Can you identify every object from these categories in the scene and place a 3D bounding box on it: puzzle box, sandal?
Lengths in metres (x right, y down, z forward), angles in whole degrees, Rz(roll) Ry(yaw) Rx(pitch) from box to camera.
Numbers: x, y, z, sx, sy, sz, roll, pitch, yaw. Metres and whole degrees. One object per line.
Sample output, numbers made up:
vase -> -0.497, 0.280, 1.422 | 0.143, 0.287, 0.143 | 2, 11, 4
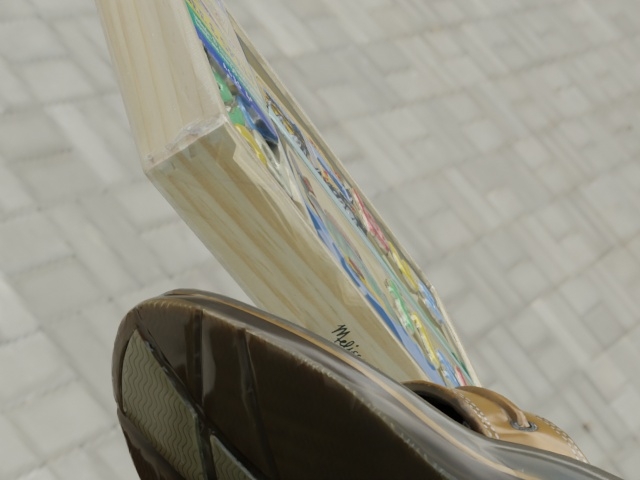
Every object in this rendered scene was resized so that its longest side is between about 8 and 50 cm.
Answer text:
puzzle box -> 0.000, 0.000, 1.047 | 0.409, 0.052, 0.272 | 52, 9, -39
sandal -> 0.045, 0.071, 0.452 | 0.219, 0.090, 0.060 | 17, 27, 17
